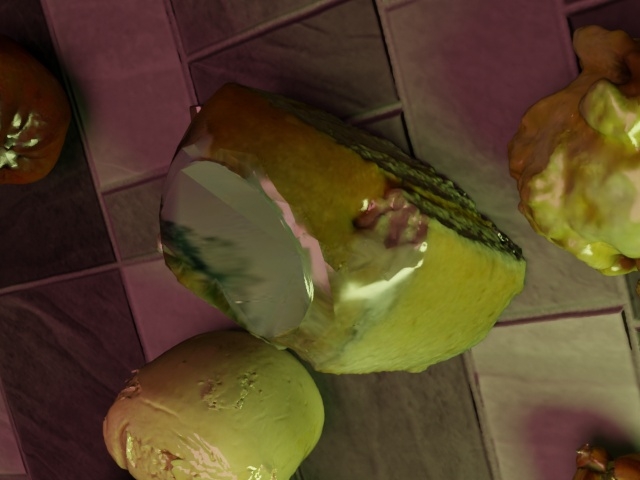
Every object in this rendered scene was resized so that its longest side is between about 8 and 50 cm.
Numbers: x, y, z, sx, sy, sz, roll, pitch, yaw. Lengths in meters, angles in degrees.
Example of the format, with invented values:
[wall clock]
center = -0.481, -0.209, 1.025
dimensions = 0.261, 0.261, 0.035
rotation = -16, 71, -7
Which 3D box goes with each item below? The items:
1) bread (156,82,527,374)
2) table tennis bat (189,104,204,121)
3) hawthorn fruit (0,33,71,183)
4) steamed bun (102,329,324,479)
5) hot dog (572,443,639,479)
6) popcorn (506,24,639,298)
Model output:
[bread]
center = 0.005, 0.005, 0.729
dimensions = 0.395, 0.264, 0.239
rotation = 32, 108, 18
[table tennis bat]
center = -0.157, -0.071, 0.940
dimensions = 0.131, 0.022, 0.234
rotation = 4, 106, 28
[hawthorn fruit]
center = -0.495, -0.211, 0.987
dimensions = 0.224, 0.224, 0.260
rotation = -47, 58, 28
[steamed bun]
center = -0.136, 0.218, 0.871
dimensions = 0.273, 0.232, 0.165
rotation = 10, 103, 30
[hot dog]
center = 0.369, 0.365, 0.715
dimensions = 0.135, 0.100, 0.337
rotation = -26, 90, 22
[popcorn]
center = 0.295, -0.067, 0.602
dimensions = 0.256, 0.195, 0.254
rotation = 6, 100, 46
